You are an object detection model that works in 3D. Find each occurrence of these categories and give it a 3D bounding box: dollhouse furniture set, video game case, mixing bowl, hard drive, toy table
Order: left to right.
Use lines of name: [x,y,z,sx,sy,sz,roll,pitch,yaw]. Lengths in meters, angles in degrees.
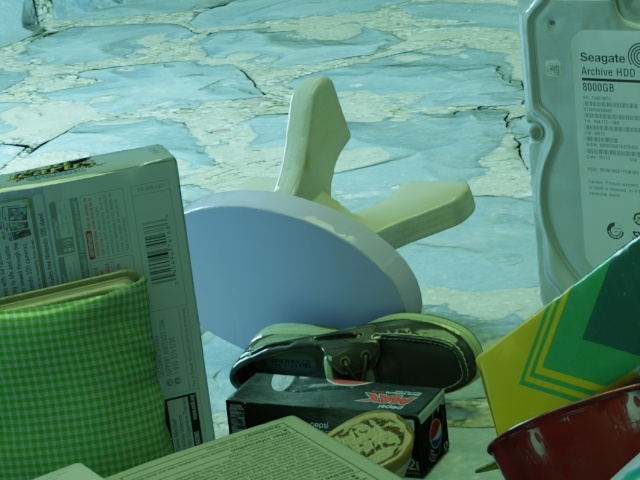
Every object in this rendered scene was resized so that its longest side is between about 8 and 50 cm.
dollhouse furniture set: [-0.228,0.157,1.216,0.301,0.198,0.151,-13,18,-18]
video game case: [-0.212,0.082,1.324,0.244,0.269,0.061,-12,18,-18]
toy table: [0.000,0.000,1.605,0.274,0.252,0.161,14,43,29]
mixing bowl: [0.208,0.158,1.168,0.181,0.098,0.181,-13,-18,-4]
hard drive: [0.293,-0.083,1.543,0.237,0.339,0.064,6,21,32]

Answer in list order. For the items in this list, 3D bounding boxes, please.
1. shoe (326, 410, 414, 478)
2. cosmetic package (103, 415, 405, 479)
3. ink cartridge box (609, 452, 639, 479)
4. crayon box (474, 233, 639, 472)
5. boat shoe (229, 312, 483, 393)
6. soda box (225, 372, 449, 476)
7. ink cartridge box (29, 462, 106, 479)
shoe: [-0.031,0.189,1.298,0.219,0.058,0.076,-17,51,-18]
cosmetic package: [0.001,0.219,1.086,0.160,0.113,0.309,-16,21,-26]
ink cartridge box: [0.262,0.083,0.918,0.311,0.065,0.186,-38,1,-32]
crayon box: [0.243,0.070,1.220,0.202,0.081,0.318,-7,-19,-25]
boat shoe: [0.026,0.109,1.482,0.223,0.080,0.073,-2,23,31]
soda box: [0.013,0.144,1.407,0.169,0.053,0.060,3,20,25]
ink cartridge box: [-0.113,0.234,1.043,0.078,0.134,0.231,-17,21,-30]
